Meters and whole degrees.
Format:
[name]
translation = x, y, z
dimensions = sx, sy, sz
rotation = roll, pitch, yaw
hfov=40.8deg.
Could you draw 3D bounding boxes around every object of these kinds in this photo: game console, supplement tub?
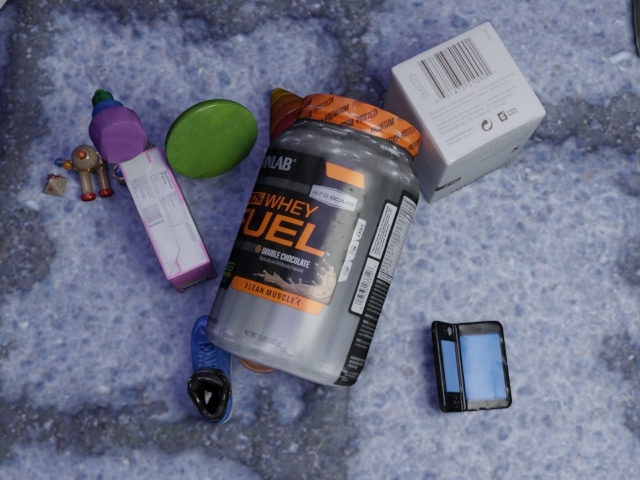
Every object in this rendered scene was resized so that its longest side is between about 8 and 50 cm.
[game console]
translation = 0.204, 0.168, 1.161
dimensions = 0.071, 0.107, 0.122
rotation = -12, 75, 26
[supplement tub]
translation = 0.000, 0.000, 1.096
dimensions = 0.207, 0.207, 0.338
rotation = 18, 84, 4

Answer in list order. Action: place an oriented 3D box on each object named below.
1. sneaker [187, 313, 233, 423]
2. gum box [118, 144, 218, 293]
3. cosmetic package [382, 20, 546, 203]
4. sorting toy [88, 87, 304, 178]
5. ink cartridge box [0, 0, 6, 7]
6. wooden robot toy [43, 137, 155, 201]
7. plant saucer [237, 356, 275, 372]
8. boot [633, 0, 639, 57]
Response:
[sneaker]
translation = -0.147, 0.168, 1.149
dimensions = 0.058, 0.084, 0.152
rotation = -5, 77, -1
[gum box]
translation = -0.210, -0.031, 1.184
dimensions = 0.062, 0.107, 0.188
rotation = -24, 78, -6
[cosmetic package]
translation = 0.187, -0.169, 1.178
dimensions = 0.151, 0.183, 0.151
rotation = -27, 77, -6
[sorting toy]
translation = -0.144, -0.170, 1.171
dimensions = 0.366, 0.127, 0.126
rotation = -3, 47, -33
[ink cartridge box]
translation = -0.541, -0.472, 1.275
dimensions = 0.237, 0.100, 0.172
rotation = 38, 89, 9
[wooden robot toy]
translation = -0.318, -0.105, 1.215
dimensions = 0.173, 0.079, 0.076
rotation = -15, 77, -3
[plant saucer]
translation = -0.079, 0.142, 1.193
dimensions = 0.084, 0.013, 0.083
rotation = 0, 78, 0
[boot]
translation = 0.551, -0.384, 1.287
dimensions = 0.190, 0.076, 0.208
rotation = -12, 70, 11
